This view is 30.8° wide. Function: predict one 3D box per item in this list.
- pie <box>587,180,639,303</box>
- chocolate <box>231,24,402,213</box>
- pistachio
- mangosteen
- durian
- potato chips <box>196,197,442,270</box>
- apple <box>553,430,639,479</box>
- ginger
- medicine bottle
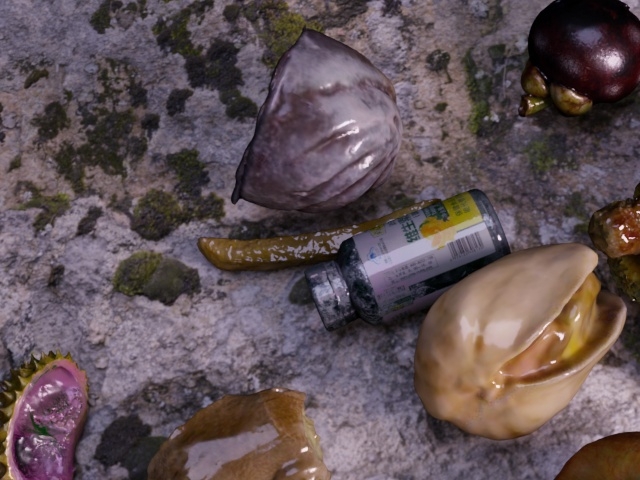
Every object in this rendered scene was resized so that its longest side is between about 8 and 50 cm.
[{"bbox_3d":[0.617,0.011,1.598,0.418,0.180,0.395,33,56,22],"label":"pie"},{"bbox_3d":[0.017,-0.159,1.805,0.213,0.303,0.303,23,68,5],"label":"chocolate"},{"bbox_3d":[0.269,0.134,1.595,0.321,0.229,0.238,-35,20,-12],"label":"pistachio"},{"bbox_3d":[0.402,-0.275,1.820,0.194,0.194,0.230,39,101,28],"label":"mangosteen"},{"bbox_3d":[-0.436,0.285,1.720,0.154,0.186,0.260,2,49,8],"label":"durian"},{"bbox_3d":[0.000,0.000,1.822,0.407,0.057,0.080,-10,63,8],"label":"potato chips"},{"bbox_3d":[0.405,0.363,1.414,0.309,0.250,0.277,-8,61,12],"label":"apple"},{"bbox_3d":[-0.106,0.323,1.631,0.221,0.130,0.275,32,78,17],"label":"ginger"},{"bbox_3d":[0.127,0.037,1.723,0.293,0.141,0.141,-22,59,1],"label":"medicine bottle"}]
